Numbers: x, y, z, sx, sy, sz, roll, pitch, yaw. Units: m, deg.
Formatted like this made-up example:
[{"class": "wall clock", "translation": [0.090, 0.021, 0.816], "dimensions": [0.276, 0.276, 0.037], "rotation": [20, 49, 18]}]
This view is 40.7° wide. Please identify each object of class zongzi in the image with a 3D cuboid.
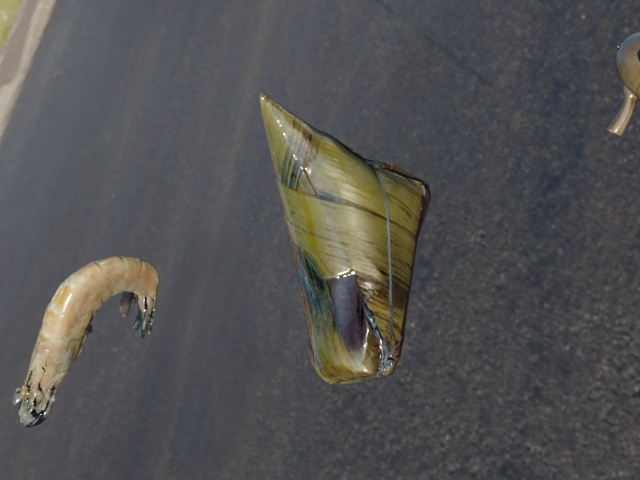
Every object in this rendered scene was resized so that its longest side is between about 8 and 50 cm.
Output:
[{"class": "zongzi", "translation": [0.000, 0.000, 1.035], "dimensions": [0.138, 0.300, 0.286], "rotation": [-11, 55, 38]}]

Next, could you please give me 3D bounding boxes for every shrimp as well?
[{"class": "shrimp", "translation": [-0.251, 0.105, 0.932], "dimensions": [0.046, 0.152, 0.219], "rotation": [37, 105, 24]}]

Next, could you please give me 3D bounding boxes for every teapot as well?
[{"class": "teapot", "translation": [0.325, -0.161, 0.883], "dimensions": [0.110, 0.085, 0.080], "rotation": [-50, 59, 21]}]
